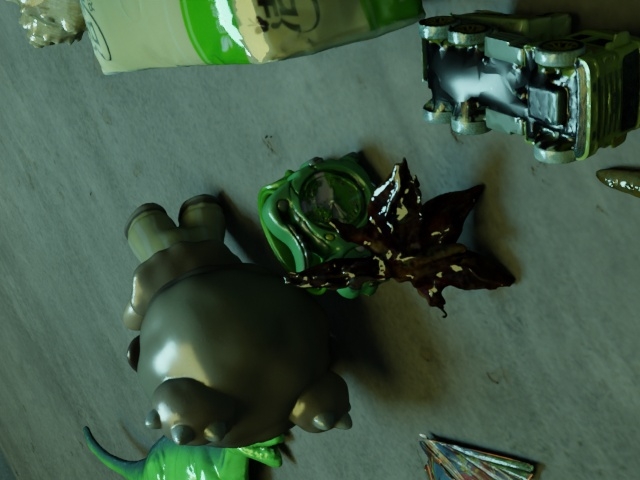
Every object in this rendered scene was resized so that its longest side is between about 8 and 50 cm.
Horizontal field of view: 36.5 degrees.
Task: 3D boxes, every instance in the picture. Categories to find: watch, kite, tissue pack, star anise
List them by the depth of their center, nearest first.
[{"bbox_3d":[-0.112,-0.361,0.852,0.332,0.205,0.405,12,120,55],"label":"tissue pack"},{"bbox_3d":[0.085,-0.004,0.905,0.053,0.212,0.157,-90,14,-66],"label":"star anise"},{"bbox_3d":[0.000,0.000,1.030,0.165,0.131,0.152,56,155,9],"label":"watch"},{"bbox_3d":[0.174,0.289,1.089,0.183,0.014,0.241,40,140,25],"label":"kite"}]

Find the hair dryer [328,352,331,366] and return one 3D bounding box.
[{"bbox_3d":[-0.047,0.125,1.245,0.154,0.054,0.106,59,151,23],"label":"hair dryer"}]

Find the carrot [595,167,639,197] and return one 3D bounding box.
[{"bbox_3d":[0.302,-0.020,0.695,0.254,0.049,0.049,23,130,48],"label":"carrot"}]

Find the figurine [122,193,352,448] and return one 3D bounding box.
[{"bbox_3d":[-0.120,0.085,1.135,0.380,0.248,0.203,57,131,44],"label":"figurine"}]

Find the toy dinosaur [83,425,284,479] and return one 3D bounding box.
[{"bbox_3d":[-0.260,0.326,1.567,0.500,0.144,0.374,29,128,32],"label":"toy dinosaur"}]

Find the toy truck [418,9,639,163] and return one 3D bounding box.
[{"bbox_3d":[0.163,-0.128,0.736,0.191,0.116,0.085,29,134,51],"label":"toy truck"}]

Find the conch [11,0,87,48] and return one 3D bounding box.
[{"bbox_3d":[-0.288,-0.372,1.067,0.186,0.263,0.324,30,105,55],"label":"conch"}]
